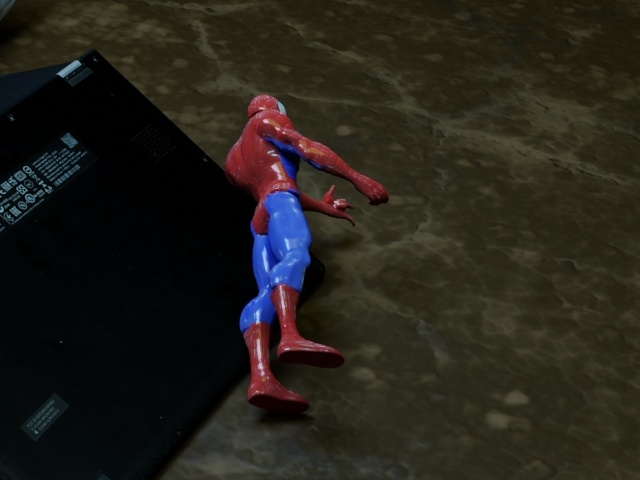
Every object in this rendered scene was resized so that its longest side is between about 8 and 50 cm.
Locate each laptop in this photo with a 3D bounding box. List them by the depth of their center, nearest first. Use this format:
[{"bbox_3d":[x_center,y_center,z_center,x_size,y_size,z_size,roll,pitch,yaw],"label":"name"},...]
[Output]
[{"bbox_3d":[-0.278,0.035,1.192,0.408,0.236,0.382,42,38,-1],"label":"laptop"}]

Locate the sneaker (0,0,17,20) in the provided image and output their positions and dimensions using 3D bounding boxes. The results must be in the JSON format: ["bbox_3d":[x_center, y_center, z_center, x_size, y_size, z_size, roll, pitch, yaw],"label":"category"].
[{"bbox_3d":[-0.341,-0.200,1.425,0.152,0.114,0.305,4,35,36],"label":"sneaker"}]

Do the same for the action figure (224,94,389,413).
[{"bbox_3d":[0.000,0.000,1.205,0.139,0.091,0.280,12,46,-26],"label":"action figure"}]
